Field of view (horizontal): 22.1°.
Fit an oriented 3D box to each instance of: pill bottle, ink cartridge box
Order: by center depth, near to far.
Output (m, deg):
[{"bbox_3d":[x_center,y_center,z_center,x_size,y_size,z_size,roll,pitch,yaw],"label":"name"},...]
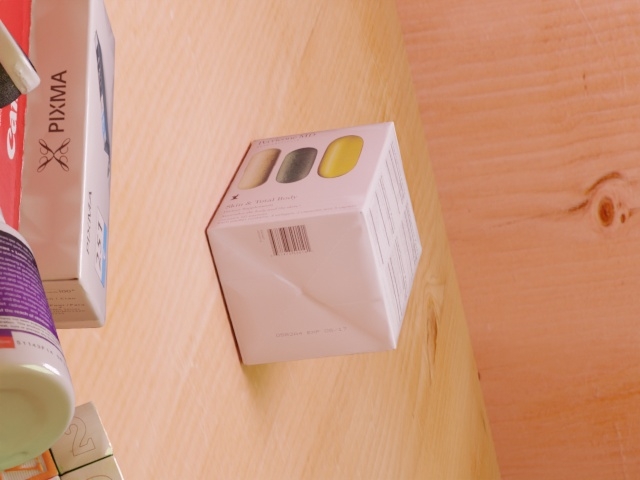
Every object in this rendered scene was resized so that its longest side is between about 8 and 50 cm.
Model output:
[{"bbox_3d":[-0.237,0.052,1.103,0.108,0.108,0.193,67,-1,-48],"label":"pill bottle"},{"bbox_3d":[-0.230,-0.101,1.404,0.261,0.066,0.296,83,5,-70],"label":"ink cartridge box"}]

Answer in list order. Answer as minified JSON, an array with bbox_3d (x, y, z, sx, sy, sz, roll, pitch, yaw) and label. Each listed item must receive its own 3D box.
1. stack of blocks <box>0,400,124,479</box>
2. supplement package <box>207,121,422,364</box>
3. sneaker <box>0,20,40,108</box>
[{"bbox_3d":[-0.166,0.286,1.228,0.297,0.087,0.171,67,-20,10],"label":"stack of blocks"},{"bbox_3d":[0.000,0.000,2.072,0.263,0.199,0.198,-69,149,-61],"label":"supplement package"},{"bbox_3d":[-0.306,-0.155,1.227,0.217,0.121,0.079,50,-8,42],"label":"sneaker"}]
